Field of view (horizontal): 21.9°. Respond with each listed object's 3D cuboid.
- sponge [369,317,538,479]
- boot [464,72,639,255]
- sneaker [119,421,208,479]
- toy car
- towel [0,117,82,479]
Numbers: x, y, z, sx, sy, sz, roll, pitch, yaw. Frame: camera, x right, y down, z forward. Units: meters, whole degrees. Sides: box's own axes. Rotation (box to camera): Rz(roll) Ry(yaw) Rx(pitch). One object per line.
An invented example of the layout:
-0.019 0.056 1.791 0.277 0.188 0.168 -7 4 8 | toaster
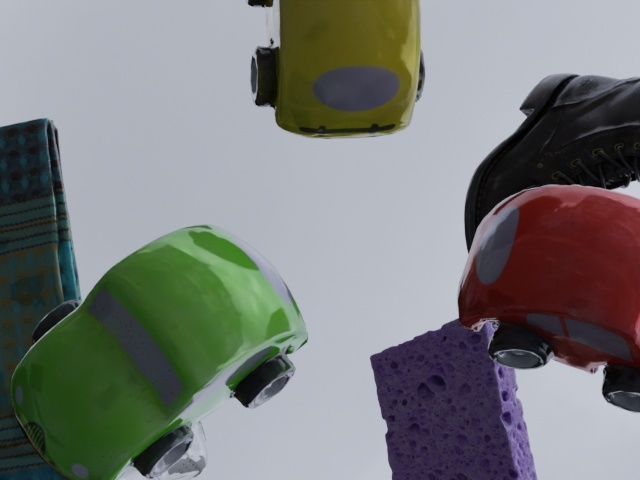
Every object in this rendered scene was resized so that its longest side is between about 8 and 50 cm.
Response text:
0.105 0.169 1.237 0.117 0.031 0.210 -25 -115 37 | sponge
0.254 -0.067 1.380 0.229 0.263 0.091 -3 -39 45 | boot
-0.203 0.197 1.406 0.111 0.297 0.129 -33 -116 31 | sneaker
0.000 0.000 0.544 0.239 0.225 0.053 49 -22 15 | toy car
-0.283 0.113 1.112 0.271 0.040 0.370 -10 -104 3 | towel
